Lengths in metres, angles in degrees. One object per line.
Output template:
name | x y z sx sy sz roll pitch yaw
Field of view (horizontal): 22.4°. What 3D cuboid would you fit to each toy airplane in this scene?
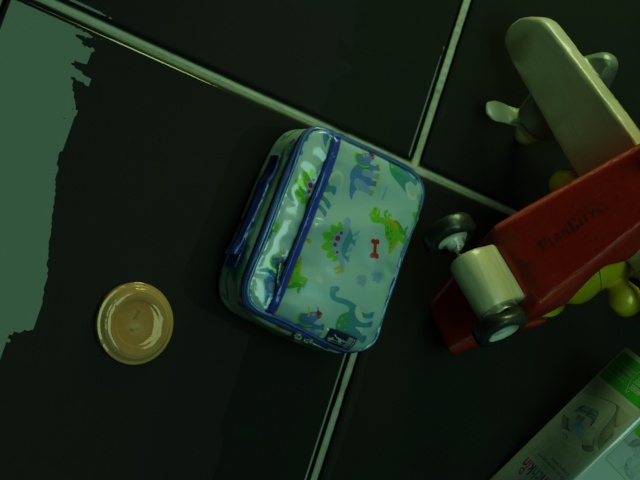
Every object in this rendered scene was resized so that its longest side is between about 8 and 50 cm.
toy airplane | 0.329 -0.029 1.721 0.272 0.384 0.386 13 90 -60

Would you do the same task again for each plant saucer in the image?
plant saucer | -0.186 0.083 1.621 0.083 0.013 0.083 -1 92 -30

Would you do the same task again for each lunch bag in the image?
lunch bag | 0.000 0.000 1.683 0.176 0.090 0.219 28 77 -25

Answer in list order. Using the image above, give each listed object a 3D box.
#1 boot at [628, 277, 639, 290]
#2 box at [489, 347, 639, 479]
boot | 0.499 0.086 1.908 0.305 0.112 0.115 45 53 8
box | 0.367 0.302 1.843 0.231 0.127 0.262 -45 113 1
